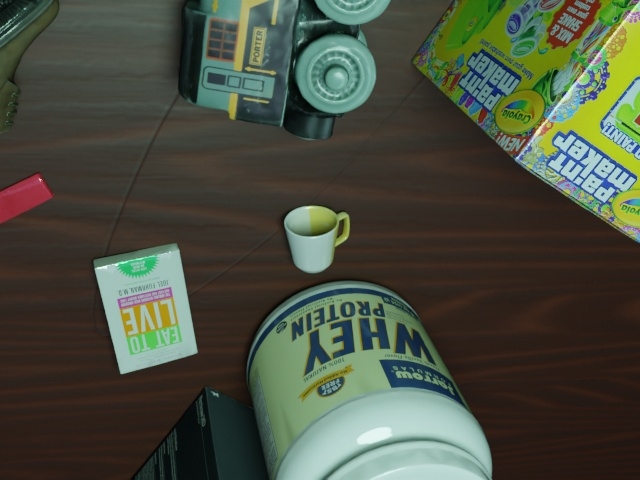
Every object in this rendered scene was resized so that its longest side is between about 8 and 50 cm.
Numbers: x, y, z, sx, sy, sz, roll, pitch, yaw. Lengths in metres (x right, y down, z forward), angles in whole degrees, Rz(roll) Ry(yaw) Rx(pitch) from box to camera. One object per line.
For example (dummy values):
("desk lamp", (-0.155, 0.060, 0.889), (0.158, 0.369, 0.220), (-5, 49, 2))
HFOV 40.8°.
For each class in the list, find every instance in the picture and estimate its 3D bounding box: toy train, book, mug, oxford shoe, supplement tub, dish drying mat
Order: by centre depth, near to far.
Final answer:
("toy train", (-0.029, -0.259, 0.809), (0.190, 0.142, 0.333), (7, 116, -6))
("oxford shoe", (-0.324, -0.158, 0.831), (0.227, 0.082, 0.096), (-42, 138, 11))
("dish drying mat", (-0.330, -0.042, 0.922), (0.083, 0.008, 0.032), (-25, 120, 2))
("supplement tub", (0.050, 0.218, 0.969), (0.236, 0.325, 0.235), (-6, 119, -11))
("mug", (-0.002, 0.002, 0.996), (0.078, 0.062, 0.064), (-5, 127, -4))
("book", (-0.202, 0.078, 1.007), (0.096, 0.035, 0.144), (-12, 119, -11))

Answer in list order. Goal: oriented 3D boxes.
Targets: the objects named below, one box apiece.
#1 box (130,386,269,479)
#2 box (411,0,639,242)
("box", (-0.136, 0.332, 1.024), (0.103, 0.261, 0.184), (29, 108, -25))
("box", (0.274, -0.199, 0.818), (0.177, 0.290, 0.279), (28, 108, -25))
